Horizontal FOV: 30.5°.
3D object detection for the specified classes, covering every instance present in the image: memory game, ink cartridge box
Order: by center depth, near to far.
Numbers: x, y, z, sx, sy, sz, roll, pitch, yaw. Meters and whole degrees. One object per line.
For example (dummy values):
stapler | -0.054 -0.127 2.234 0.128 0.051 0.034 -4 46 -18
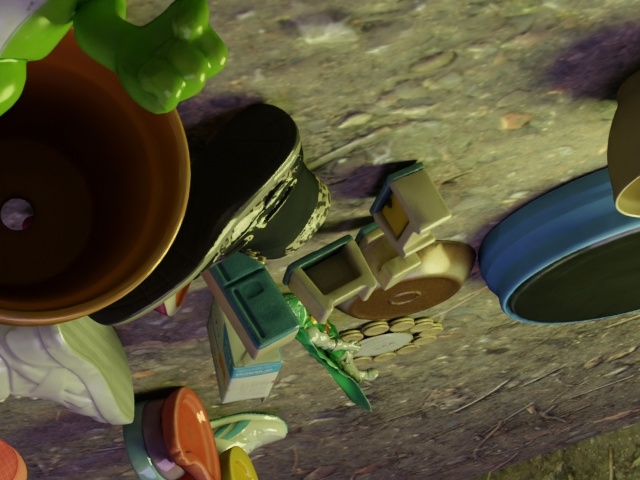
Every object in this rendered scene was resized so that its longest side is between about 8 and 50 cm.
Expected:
ink cartridge box | -0.096 0.131 1.423 0.062 0.104 0.181 -8 158 -13
memory game | 0.084 0.147 1.699 0.186 0.012 0.186 -11 159 -4

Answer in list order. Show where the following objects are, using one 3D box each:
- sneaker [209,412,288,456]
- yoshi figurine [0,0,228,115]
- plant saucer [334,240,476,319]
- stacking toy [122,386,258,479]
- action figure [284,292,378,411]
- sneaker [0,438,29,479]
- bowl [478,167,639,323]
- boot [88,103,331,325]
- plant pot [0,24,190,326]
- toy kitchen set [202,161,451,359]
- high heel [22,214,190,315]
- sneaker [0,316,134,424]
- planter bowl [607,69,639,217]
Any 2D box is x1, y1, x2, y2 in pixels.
sneaker | -0.163 0.343 1.932 0.229 0.092 0.087 -9 157 -13
yoshi figurine | -0.132 -0.151 0.576 0.362 0.203 0.203 -26 142 -1
plant saucer | 0.100 0.057 1.452 0.199 0.036 0.198 -12 159 -5
stacking toy | -0.200 0.389 1.716 0.130 0.279 0.309 -19 133 12
action figure | 0.004 0.120 1.473 0.063 0.137 0.232 -39 147 3
sneaker | -0.454 0.200 1.256 0.314 0.116 0.136 26 132 -15
bowl | 0.390 0.006 1.441 0.391 0.077 0.391 -11 158 -4
boot | -0.091 0.000 1.044 0.236 0.085 0.178 -45 159 -1
plant pot | -0.212 -0.035 0.846 0.205 0.205 0.188 -6 173 -18
toy kitchen set | 0.000 0.000 1.190 0.207 0.122 0.166 -27 164 -22
high heel | -0.200 0.019 1.159 0.117 0.082 0.244 15 176 10
sneaker | -0.325 0.145 1.342 0.169 0.108 0.292 -13 149 5
planter bowl | 0.335 -0.104 1.087 0.162 0.109 0.162 -12 158 -5
